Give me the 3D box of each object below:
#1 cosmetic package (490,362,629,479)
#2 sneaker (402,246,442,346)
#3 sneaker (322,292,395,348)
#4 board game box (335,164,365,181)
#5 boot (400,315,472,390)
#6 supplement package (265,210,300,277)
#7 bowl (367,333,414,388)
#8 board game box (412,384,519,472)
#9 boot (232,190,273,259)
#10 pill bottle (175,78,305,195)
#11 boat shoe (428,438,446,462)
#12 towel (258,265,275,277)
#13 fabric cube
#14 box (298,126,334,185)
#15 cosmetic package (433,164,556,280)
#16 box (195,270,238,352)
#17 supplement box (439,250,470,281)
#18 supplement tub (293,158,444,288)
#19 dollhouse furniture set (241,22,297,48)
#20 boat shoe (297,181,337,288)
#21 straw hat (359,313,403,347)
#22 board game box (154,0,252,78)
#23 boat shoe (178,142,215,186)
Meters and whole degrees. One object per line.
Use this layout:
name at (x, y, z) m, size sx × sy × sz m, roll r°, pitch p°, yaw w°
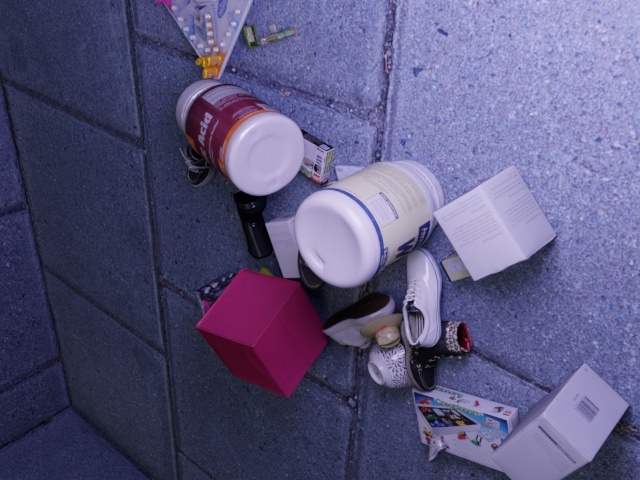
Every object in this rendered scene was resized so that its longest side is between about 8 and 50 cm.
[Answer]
cosmetic package at (0.543, 0.435, 1.564) m, size 0.138 × 0.224 × 0.224 m, roll 46°, pitch 138°, yaw 16°
sneaker at (0.254, 0.144, 1.740) m, size 0.094 × 0.091 × 0.257 m, roll -11°, pitch 83°, yaw 38°
sneaker at (0.136, 0.237, 1.972) m, size 0.123 × 0.106 × 0.290 m, roll 44°, pitch 142°, yaw -13°
board game box at (0.086, -0.157, 1.834) m, size 0.090 × 0.020 × 0.090 m, roll 10°, pitch 120°, yaw 42°
boot at (0.315, 0.306, 1.825) m, size 0.179 × 0.085 × 0.236 m, roll 1°, pitch 112°, yaw 42°
supplement package at (-0.068, 0.011, 2.020) m, size 0.105 × 0.105 × 0.179 m, roll -5°, pitch 108°, yaw 44°
bowl at (0.188, 0.361, 1.956) m, size 0.170 × 0.080 × 0.170 m, roll 42°, pitch 147°, yaw 37°
board game box at (0.401, 0.511, 1.881) m, size 0.305 × 0.053 × 0.192 m, roll 9°, pitch 119°, yaw 42°
boot at (-0.190, -0.044, 2.076) m, size 0.246 × 0.094 × 0.207 m, roll -152°, pitch 42°, yaw -72°
pill bottle at (-0.233, -0.295, 1.867) m, size 0.392 × 0.224 × 0.223 m, roll 40°, pitch 138°, yaw 46°
boat shoe at (0.326, 0.596, 1.948) m, size 0.100 × 0.035 × 0.035 m, roll 104°, pitch 148°, yaw -47°
towel at (-0.197, 0.186, 2.320) m, size 0.102 × 0.021 × 0.237 m, roll 45°, pitch 137°, yaw 11°
fabric cube at (-0.169, 0.276, 2.102) m, size 0.254 × 0.259 × 0.258 m, roll 11°, pitch 142°, yaw 40°
box at (-0.057, -0.250, 1.911) m, size 0.207 × 0.036 × 0.114 m, roll 34°, pitch 133°, yaw 27°
cosmetic package at (0.382, -0.037, 1.507) m, size 0.151 × 0.151 × 0.183 m, roll -32°, pitch 88°, yaw 50°
box at (-0.296, 0.256, 2.315) m, size 0.142 × 0.163 × 0.247 m, roll 12°, pitch 122°, yaw 40°
supplement box at (0.349, 0.050, 1.642) m, size 0.083 × 0.083 × 0.056 m, roll -24°, pitch 95°, yaw 50°
supplement tub at (0.123, -0.051, 1.625) m, size 0.236 × 0.325 × 0.235 m, roll 24°, pitch 127°, yaw 35°
dollhouse furniture set at (-0.135, -0.545, 1.788) m, size 0.152 × 0.076 × 0.058 m, roll 0°, pitch 110°, yaw 46°
boat shoe at (0.000, 0.000, 1.864) m, size 0.112 × 0.095 × 0.335 m, roll 18°, pitch 117°, yaw 4°
straw hat at (0.184, 0.258, 1.875) m, size 0.144 × 0.145 × 0.061 m, roll -55°, pitch 41°, yaw 46°
board game box at (-0.330, -0.707, 1.863) m, size 0.389 × 0.050 × 0.390 m, roll 56°, pitch 140°, yaw 18°
boat shoe at (-0.383, -0.271, 2.172) m, size 0.113 × 0.105 × 0.306 m, roll 51°, pitch 138°, yaw 10°
